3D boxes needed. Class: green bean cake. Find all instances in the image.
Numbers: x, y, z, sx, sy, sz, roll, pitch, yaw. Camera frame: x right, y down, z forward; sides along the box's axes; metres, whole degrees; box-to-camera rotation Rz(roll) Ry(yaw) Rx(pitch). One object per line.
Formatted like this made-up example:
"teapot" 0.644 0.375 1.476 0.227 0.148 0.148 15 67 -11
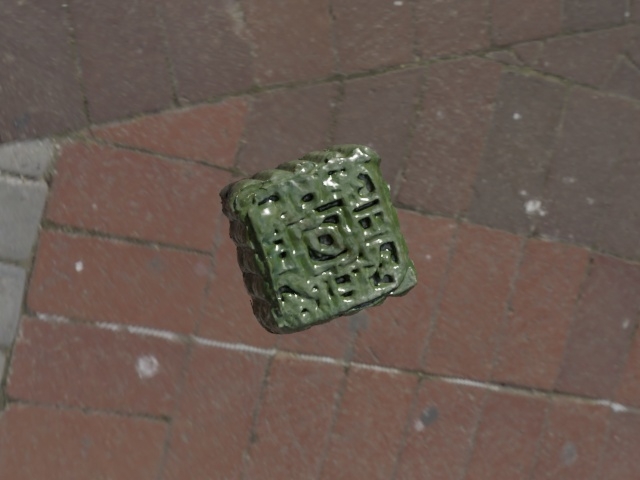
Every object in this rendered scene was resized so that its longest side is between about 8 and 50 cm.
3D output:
"green bean cake" 0.000 0.000 1.168 0.173 0.094 0.181 -18 99 -13
